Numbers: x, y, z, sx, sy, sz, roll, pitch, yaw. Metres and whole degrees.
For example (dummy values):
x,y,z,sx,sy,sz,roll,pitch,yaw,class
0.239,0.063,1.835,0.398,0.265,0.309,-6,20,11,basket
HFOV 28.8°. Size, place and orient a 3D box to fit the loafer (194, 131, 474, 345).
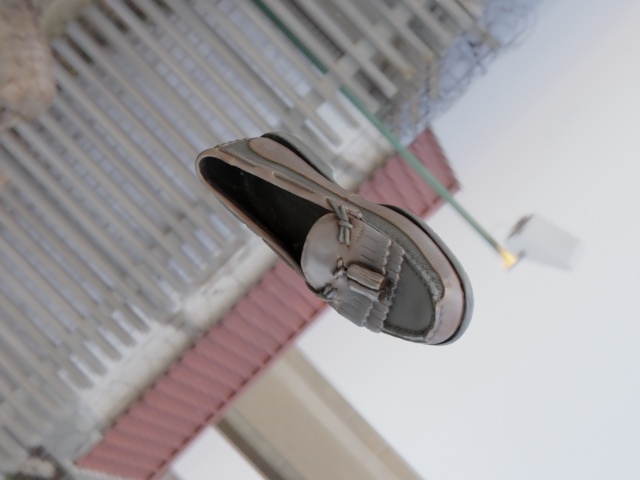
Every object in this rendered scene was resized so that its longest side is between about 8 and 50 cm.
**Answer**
x,y,z,sx,sy,sz,roll,pitch,yaw,class
0.000,0.000,0.440,0.039,0.125,0.045,-4,122,-39,loafer
